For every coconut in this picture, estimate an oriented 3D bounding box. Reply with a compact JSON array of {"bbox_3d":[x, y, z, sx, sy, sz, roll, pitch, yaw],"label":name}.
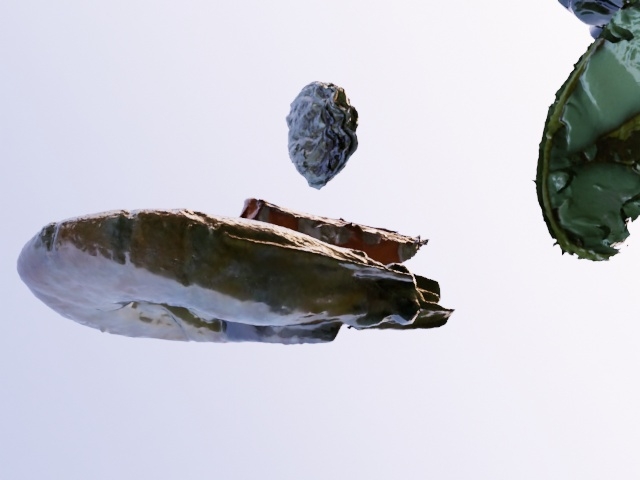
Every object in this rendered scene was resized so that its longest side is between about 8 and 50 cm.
[{"bbox_3d":[0.187,-0.065,0.596,0.055,0.158,0.133,-9,-95,-62],"label":"coconut"}]

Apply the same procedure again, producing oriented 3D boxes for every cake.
[{"bbox_3d":[0.003,0.000,1.436,0.287,0.098,0.135,-9,-85,-22],"label":"cake"}]

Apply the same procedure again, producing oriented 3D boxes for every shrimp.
[{"bbox_3d":[-0.059,0.039,0.821,0.317,0.168,0.077,11,-116,-14],"label":"shrimp"}]

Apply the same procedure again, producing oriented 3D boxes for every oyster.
[{"bbox_3d":[0.000,-0.134,1.389,0.064,0.125,0.177,21,-149,-31],"label":"oyster"}]

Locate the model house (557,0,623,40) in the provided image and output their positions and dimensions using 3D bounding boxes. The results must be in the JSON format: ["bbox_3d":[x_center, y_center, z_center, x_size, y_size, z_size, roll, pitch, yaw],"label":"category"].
[{"bbox_3d":[0.266,-0.469,0.853,0.400,0.445,0.395,44,-134,-6],"label":"model house"}]
